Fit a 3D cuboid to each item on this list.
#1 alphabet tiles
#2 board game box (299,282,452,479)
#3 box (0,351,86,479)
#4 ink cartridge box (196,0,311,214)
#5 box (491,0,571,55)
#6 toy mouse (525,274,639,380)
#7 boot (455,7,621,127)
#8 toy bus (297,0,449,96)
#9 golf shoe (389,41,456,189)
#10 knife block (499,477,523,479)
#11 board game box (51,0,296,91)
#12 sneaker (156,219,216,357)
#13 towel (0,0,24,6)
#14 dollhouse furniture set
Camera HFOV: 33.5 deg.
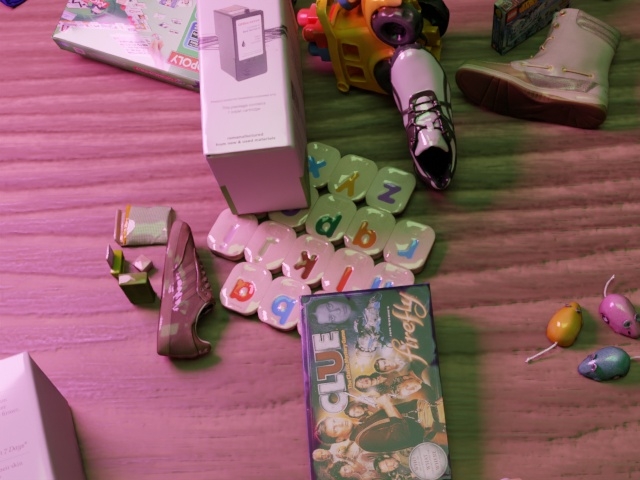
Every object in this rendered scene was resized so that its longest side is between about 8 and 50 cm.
[{"bbox_3d":[0.000,0.000,1.414,0.284,0.021,0.278,20,64,16],"label":"alphabet tiles"},{"bbox_3d":[0.063,0.178,1.277,0.165,0.042,0.243,-6,66,3],"label":"board game box"},{"bbox_3d":[-0.370,0.334,1.178,0.215,0.168,0.345,-18,61,-4],"label":"box"},{"bbox_3d":[-0.085,-0.197,1.388,0.115,0.198,0.273,-6,69,4],"label":"ink cartridge box"},{"bbox_3d":[0.307,-0.337,1.533,0.137,0.094,0.027,-34,63,-14],"label":"box"},{"bbox_3d":[0.354,0.116,1.303,0.143,0.031,0.161,29,67,20],"label":"toy mouse"},{"bbox_3d":[0.308,-0.255,1.496,0.213,0.077,0.165,15,63,8],"label":"boot"},{"bbox_3d":[0.061,-0.310,1.480,0.211,0.220,0.149,9,58,19],"label":"toy bus"},{"bbox_3d":[0.143,-0.160,1.391,0.077,0.198,0.094,-17,20,5],"label":"golf shoe"},{"bbox_3d":[0.120,0.400,1.134,0.276,0.088,0.242,-11,60,0],"label":"knife block"},{"bbox_3d":[-0.210,-0.341,1.574,0.317,0.046,0.213,19,78,9],"label":"board game box"},{"bbox_3d":[-0.171,0.065,1.382,0.071,0.066,0.188,7,65,-9],"label":"sneaker"},{"bbox_3d":[-0.512,-0.538,1.747,0.227,0.076,0.308,-39,64,-17],"label":"towel"},{"bbox_3d":[-0.243,0.004,1.416,0.076,0.058,0.151,-3,60,4],"label":"dollhouse furniture set"}]
